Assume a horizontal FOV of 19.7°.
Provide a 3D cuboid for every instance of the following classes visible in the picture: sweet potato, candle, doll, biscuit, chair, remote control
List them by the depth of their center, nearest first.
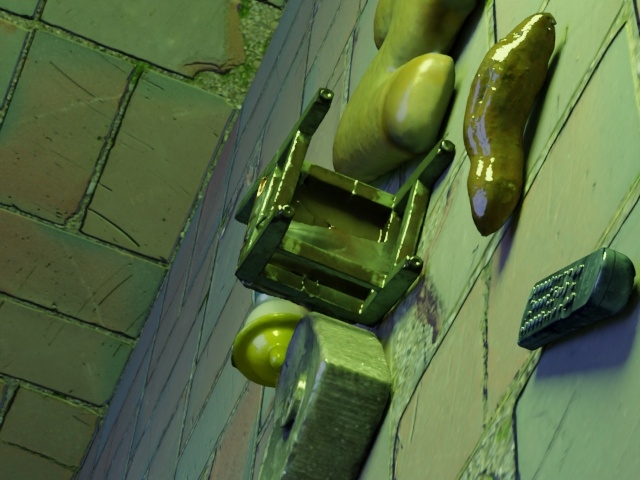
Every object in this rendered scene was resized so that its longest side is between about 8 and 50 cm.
[{"bbox_3d":[0.148,0.035,1.078,0.152,0.027,0.043,141,142,-75],"label":"remote control"},{"bbox_3d":[0.130,-0.083,1.342,0.053,0.054,0.182,110,174,-68],"label":"sweet potato"},{"bbox_3d":[0.005,0.142,1.533,0.168,0.068,0.192,127,157,-56],"label":"candle"},{"bbox_3d":[0.000,0.000,1.639,0.270,0.136,0.147,130,159,-60],"label":"chair"},{"bbox_3d":[0.084,-0.177,1.769,0.291,0.062,0.237,154,135,-78],"label":"biscuit"},{"bbox_3d":[-0.033,0.064,1.818,0.241,0.099,0.135,-86,20,-52],"label":"doll"}]
